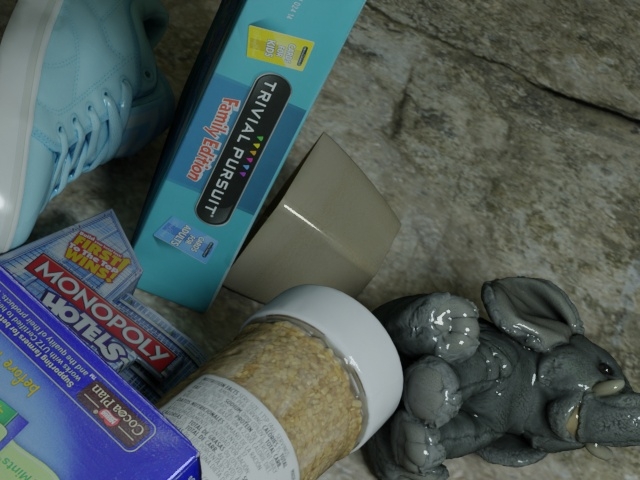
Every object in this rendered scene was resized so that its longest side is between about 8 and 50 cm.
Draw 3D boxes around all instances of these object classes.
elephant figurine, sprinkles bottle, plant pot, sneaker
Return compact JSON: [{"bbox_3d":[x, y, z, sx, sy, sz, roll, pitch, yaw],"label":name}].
[{"bbox_3d":[0.154,0.112,1.399,0.239,0.169,0.186,-1,63,-23],"label":"elephant figurine"},{"bbox_3d":[-0.086,0.160,1.210,0.121,0.121,0.355,39,45,12],"label":"sprinkles bottle"},{"bbox_3d":[0.000,0.000,1.465,0.096,0.109,0.109,34,39,-4],"label":"plant pot"},{"bbox_3d":[-0.187,-0.110,1.444,0.150,0.135,0.366,18,42,-9],"label":"sneaker"}]

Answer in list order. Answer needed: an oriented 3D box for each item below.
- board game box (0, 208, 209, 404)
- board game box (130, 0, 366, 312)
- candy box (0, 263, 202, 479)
[{"bbox_3d":[-0.171,0.067,1.325,0.194,0.060,0.194,35,41,7],"label":"board game box"},{"bbox_3d":[-0.042,-0.147,1.410,0.079,0.336,0.254,22,41,-9],"label":"board game box"},{"bbox_3d":[-0.265,0.159,1.011,0.317,0.122,0.268,-40,64,-22],"label":"candy box"}]
